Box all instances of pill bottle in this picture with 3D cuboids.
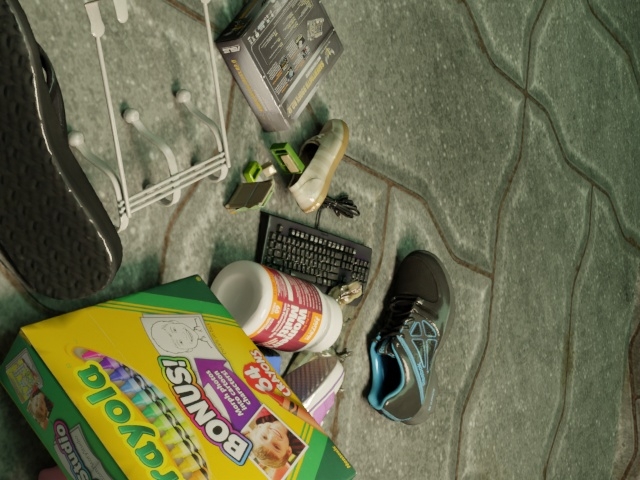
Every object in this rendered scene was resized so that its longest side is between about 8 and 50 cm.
[{"bbox_3d":[-0.066,0.112,1.576,0.221,0.121,0.121,23,71,-51],"label":"pill bottle"}]

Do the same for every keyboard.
[{"bbox_3d":[0.000,0.000,1.749,0.317,0.033,0.201,17,75,-54],"label":"keyboard"}]

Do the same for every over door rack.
[{"bbox_3d":[-0.225,-0.200,1.351,0.239,0.108,0.324,-35,137,-49],"label":"over door rack"}]

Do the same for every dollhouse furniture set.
[{"bbox_3d":[-0.085,-0.085,1.594,0.058,0.076,0.151,57,46,-36],"label":"dollhouse furniture set"}]

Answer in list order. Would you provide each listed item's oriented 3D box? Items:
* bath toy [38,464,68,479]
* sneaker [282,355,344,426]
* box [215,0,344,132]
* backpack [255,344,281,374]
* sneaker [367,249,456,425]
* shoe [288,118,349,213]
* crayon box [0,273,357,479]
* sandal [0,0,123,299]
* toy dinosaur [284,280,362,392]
[{"bbox_3d":[-0.296,0.342,1.244,0.348,0.129,0.151,-32,115,-51],"label":"bath toy"},{"bbox_3d":[-0.038,0.322,1.550,0.282,0.102,0.161,-48,116,-17],"label":"sneaker"},{"bbox_3d":[-0.061,-0.322,1.650,0.231,0.056,0.183,-60,134,-36],"label":"box"},{"bbox_3d":[-0.118,0.203,1.500,0.098,0.120,0.101,3,87,-55],"label":"backpack"},{"bbox_3d":[0.170,0.177,1.902,0.139,0.125,0.341,21,70,-47],"label":"sneaker"},{"bbox_3d":[-0.005,-0.141,1.697,0.058,0.076,0.219,37,45,-21],"label":"shoe"},{"bbox_3d":[-0.175,0.234,1.260,0.363,0.106,0.313,49,32,17],"label":"crayon box"},{"bbox_3d":[-0.364,-0.131,1.172,0.107,0.167,0.446,-83,160,-57],"label":"sandal"},{"bbox_3d":[0.007,0.194,1.733,0.118,0.064,0.268,54,51,-31],"label":"toy dinosaur"}]
